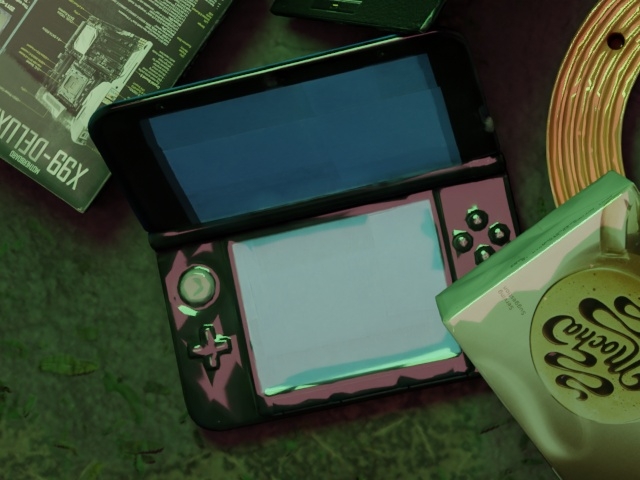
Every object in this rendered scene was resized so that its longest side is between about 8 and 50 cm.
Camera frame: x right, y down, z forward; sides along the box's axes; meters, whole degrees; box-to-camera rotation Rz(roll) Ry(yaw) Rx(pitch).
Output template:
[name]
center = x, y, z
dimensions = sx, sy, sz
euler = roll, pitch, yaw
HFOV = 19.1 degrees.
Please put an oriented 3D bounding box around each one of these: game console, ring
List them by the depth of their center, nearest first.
[game console]
center = 0.000, 0.000, 1.446
dimensions = 0.293, 0.173, 0.250
euler = -13, 84, 10
[ring]
center = 0.342, -0.076, 1.460
dimensions = 0.337, 0.032, 0.336
euler = -1, 87, 11

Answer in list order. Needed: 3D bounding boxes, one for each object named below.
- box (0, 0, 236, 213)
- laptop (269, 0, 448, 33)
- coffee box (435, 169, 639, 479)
[box]
center = -0.242, -0.206, 1.509
dimensions = 0.307, 0.076, 0.242
euler = 34, 94, -7
[laptop]
center = 0.043, -0.303, 1.412
dimensions = 0.136, 0.234, 0.264
euler = 36, 82, -29
[coffee box]
center = 0.239, 0.119, 1.386
dimensions = 0.168, 0.119, 0.297
euler = -36, 96, 5
